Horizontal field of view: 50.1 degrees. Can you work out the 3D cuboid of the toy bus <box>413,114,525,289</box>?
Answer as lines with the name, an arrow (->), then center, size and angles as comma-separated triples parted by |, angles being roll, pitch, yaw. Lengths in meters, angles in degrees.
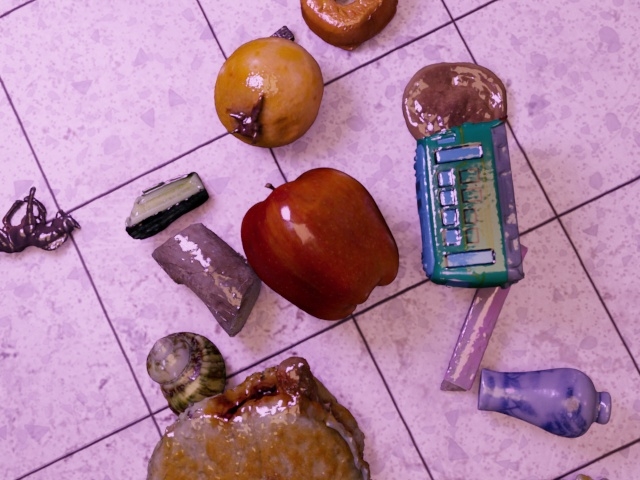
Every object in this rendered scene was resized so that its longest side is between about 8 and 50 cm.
toy bus -> 0.296, -0.068, 1.392 | 0.200, 0.183, 0.343 | -5, 80, 7

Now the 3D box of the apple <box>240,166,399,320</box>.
apple -> 0.000, 0.000, 1.403 | 0.288, 0.288, 0.317 | -42, 94, 0

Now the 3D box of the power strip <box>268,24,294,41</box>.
power strip -> -0.111, -0.442, 1.562 | 0.111, 0.029, 0.038 | -36, 85, 3

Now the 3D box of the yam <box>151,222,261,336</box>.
yam -> -0.231, 0.073, 1.475 | 0.154, 0.154, 0.254 | -44, 80, 0

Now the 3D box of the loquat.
loquat -> -0.112, -0.307, 1.452 | 0.244, 0.244, 0.243 | 0, 86, 4

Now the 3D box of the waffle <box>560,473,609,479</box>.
waffle -> 0.549, 0.600, 1.426 | 0.204, 0.054, 0.223 | -1, 86, 4

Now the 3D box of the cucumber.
cucumber -> -0.341, -0.075, 1.525 | 0.193, 0.115, 0.085 | -32, 128, -4

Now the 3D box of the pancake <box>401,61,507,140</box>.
pancake -> 0.302, -0.295, 1.513 | 0.242, 0.050, 0.241 | 0, 86, 3

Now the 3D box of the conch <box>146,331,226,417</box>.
conch -> -0.285, 0.278, 1.456 | 0.182, 0.187, 0.124 | 24, 130, -28

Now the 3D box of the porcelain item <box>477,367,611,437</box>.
porcelain item -> 0.460, 0.326, 1.419 | 0.259, 0.141, 0.141 | 8, 86, 13

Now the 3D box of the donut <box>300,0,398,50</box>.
donut -> 0.061, -0.542, 1.518 | 0.227, 0.114, 0.226 | 0, 86, 6

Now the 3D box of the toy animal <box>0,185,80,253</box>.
toy animal -> -0.670, -0.029, 1.541 | 0.233, 0.084, 0.148 | -20, 86, -1

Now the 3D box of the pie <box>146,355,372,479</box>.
pie -> -0.120, 0.466, 1.416 | 0.418, 0.180, 0.395 | -33, 101, 3

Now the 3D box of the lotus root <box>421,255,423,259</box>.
lotus root -> 0.263, 0.053, 1.487 | 0.099, 0.054, 0.049 | 21, 65, 2

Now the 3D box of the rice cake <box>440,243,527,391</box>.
rice cake -> 0.348, 0.163, 1.473 | 0.073, 0.056, 0.364 | 23, 87, 7
